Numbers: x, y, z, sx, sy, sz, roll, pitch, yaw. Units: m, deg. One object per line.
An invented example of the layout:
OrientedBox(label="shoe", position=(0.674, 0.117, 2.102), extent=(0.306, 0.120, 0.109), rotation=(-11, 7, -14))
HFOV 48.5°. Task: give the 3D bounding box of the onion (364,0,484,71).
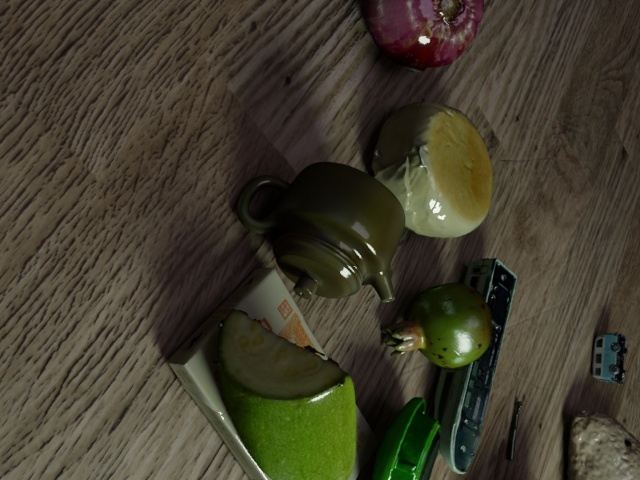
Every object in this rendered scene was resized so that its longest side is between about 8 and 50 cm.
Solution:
OrientedBox(label="onion", position=(0.176, -0.391, 1.248), extent=(0.207, 0.200, 0.201), rotation=(17, 74, -56))

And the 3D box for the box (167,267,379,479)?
OrientedBox(label="box", position=(-0.053, 0.244, 1.043), extent=(0.204, 0.051, 0.365), rotation=(-47, 118, -36))

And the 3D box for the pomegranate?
OrientedBox(label="pomegranate", position=(0.209, 0.152, 1.259), extent=(0.205, 0.159, 0.159), rotation=(-11, 95, -20))

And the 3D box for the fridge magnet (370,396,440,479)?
OrientedBox(label="fridge magnet", position=(0.138, 0.359, 1.164), extent=(0.208, 0.088, 0.208), rotation=(17, 90, -72))

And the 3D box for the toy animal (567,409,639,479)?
OrientedBox(label="toy animal", position=(0.678, 0.580, 1.648), extent=(0.226, 0.188, 0.359), rotation=(11, 79, -38))

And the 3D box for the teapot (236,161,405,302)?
OrientedBox(label="teapot", position=(0.000, 0.000, 1.034), extent=(0.267, 0.186, 0.175), rotation=(28, 61, 1))

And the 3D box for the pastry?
OrientedBox(label="pastry", position=(0.203, -0.128, 1.273), extent=(0.264, 0.133, 0.265), rotation=(6, 81, -45))

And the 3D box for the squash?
OrientedBox(label="squash", position=(-0.059, 0.252, 0.979), extent=(0.111, 0.203, 0.289), rotation=(-50, 155, -34))

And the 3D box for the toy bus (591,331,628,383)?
OrientedBox(label="toy bus", position=(0.731, 0.296, 1.803), extent=(0.060, 0.074, 0.123), rotation=(25, 69, -41))

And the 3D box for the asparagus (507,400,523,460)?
OrientedBox(label="asparagus", position=(0.416, 0.406, 1.521), extent=(0.015, 0.018, 0.127), rotation=(67, 35, -67))

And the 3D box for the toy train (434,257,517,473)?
OrientedBox(label="toy train", position=(0.277, 0.232, 1.348), extent=(0.086, 0.088, 0.407), rotation=(37, 62, -35))
